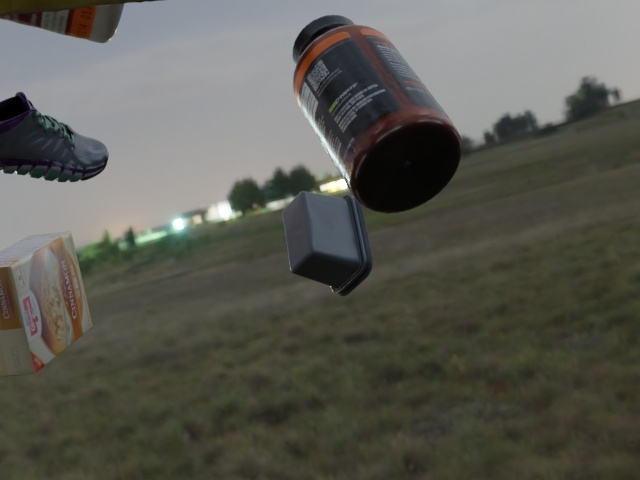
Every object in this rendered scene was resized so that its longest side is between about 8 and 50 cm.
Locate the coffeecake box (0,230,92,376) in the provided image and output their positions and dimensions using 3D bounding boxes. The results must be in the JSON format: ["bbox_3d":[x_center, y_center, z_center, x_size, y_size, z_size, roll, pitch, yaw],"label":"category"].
[{"bbox_3d":[-0.377,0.079,1.427,0.068,0.142,0.185,-6,13,13],"label":"coffeecake box"}]

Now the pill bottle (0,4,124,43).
[{"bbox_3d":[-0.388,-0.358,1.141,0.392,0.224,0.224,12,-5,-15],"label":"pill bottle"}]

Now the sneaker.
[{"bbox_3d":[-0.346,-0.132,1.351,0.224,0.083,0.098,-3,-52,-48],"label":"sneaker"}]

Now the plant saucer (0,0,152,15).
[{"bbox_3d":[-0.138,-0.250,0.507,0.333,0.332,0.081,-14,-32,-31],"label":"plant saucer"}]

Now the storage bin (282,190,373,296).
[{"bbox_3d":[0.000,0.000,1.489,0.091,0.135,0.098,15,-41,-31],"label":"storage bin"}]

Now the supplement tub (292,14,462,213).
[{"bbox_3d":[0.040,-0.122,0.974,0.106,0.106,0.198,-15,47,-14],"label":"supplement tub"}]
